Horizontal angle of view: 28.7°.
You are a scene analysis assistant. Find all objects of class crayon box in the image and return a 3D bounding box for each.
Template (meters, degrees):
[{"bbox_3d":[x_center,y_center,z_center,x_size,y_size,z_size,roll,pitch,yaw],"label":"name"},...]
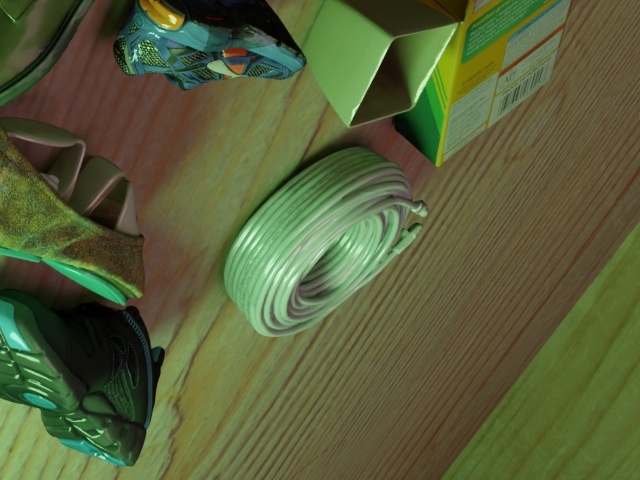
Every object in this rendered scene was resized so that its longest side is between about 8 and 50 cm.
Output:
[{"bbox_3d":[0.189,-0.247,1.389,0.203,0.083,0.323,-38,158,-20],"label":"crayon box"}]

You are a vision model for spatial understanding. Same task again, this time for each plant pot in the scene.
[{"bbox_3d":[0.048,-0.188,1.211,0.109,0.096,0.109,-22,148,-46],"label":"plant pot"}]

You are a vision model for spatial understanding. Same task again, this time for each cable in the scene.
[{"bbox_3d":[0.000,0.000,1.479,0.257,0.089,0.257,-44,158,-1],"label":"cable"}]

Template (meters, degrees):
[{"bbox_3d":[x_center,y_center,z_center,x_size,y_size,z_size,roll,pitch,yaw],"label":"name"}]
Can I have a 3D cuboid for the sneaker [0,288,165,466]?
[{"bbox_3d":[-0.247,0.108,1.223,0.341,0.125,0.140,71,38,-64],"label":"sneaker"}]

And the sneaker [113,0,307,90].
[{"bbox_3d":[-0.093,-0.166,1.038,0.087,0.083,0.221,-40,157,24],"label":"sneaker"}]

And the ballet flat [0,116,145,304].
[{"bbox_3d":[-0.213,-0.028,1.008,0.123,0.123,0.348,-47,159,3],"label":"ballet flat"}]

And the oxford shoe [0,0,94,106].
[{"bbox_3d":[-0.199,-0.175,0.829,0.227,0.083,0.096,-47,138,6],"label":"oxford shoe"}]
